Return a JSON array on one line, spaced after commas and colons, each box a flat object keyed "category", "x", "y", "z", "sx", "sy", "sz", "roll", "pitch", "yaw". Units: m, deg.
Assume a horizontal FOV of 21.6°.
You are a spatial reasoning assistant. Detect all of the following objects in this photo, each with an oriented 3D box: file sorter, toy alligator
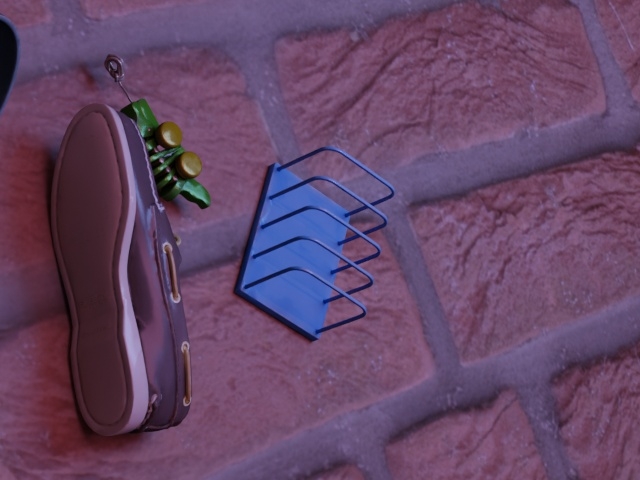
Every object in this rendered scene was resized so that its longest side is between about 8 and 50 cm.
[{"category": "file sorter", "x": 0.000, "y": 0.000, "z": 1.835, "sx": 0.118, "sy": 0.104, "sz": 0.170, "roll": 33, "pitch": 55, "yaw": -29}, {"category": "toy alligator", "x": -0.181, "y": -0.103, "z": 1.739, "sx": 0.189, "sy": 0.056, "sz": 0.051, "roll": 56, "pitch": 46, "yaw": -11}]

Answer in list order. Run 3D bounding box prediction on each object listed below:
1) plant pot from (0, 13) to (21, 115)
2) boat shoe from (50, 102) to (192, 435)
[{"category": "plant pot", "x": -0.421, "y": -0.126, "z": 1.398, "sx": 0.196, "sy": 0.293, "sz": 0.293, "roll": 38, "pitch": 46, "yaw": 8}, {"category": "boat shoe", "x": -0.188, "y": 0.027, "z": 1.647, "sx": 0.097, "sy": 0.116, "sz": 0.324, "roll": 3, "pitch": 77, "yaw": -47}]
